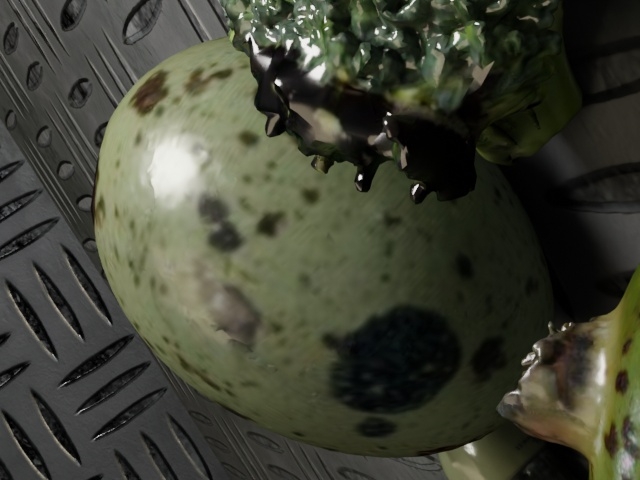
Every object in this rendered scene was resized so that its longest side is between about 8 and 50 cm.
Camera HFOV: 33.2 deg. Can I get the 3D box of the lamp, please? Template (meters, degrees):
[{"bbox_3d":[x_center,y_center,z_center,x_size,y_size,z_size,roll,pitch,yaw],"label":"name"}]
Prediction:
[{"bbox_3d":[0.189,0.235,1.029,0.250,0.101,0.101,46,158,17],"label":"lamp"}]

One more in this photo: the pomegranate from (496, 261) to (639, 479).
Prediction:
[{"bbox_3d":[0.221,0.087,0.495,0.270,0.254,0.254,15,149,10],"label":"pomegranate"}]

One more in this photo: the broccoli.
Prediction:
[{"bbox_3d":[0.065,-0.113,0.628,0.263,0.247,0.243,-16,150,32],"label":"broccoli"}]

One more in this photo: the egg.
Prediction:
[{"bbox_3d":[0.002,0.007,0.818,0.379,0.287,0.288,37,157,11],"label":"egg"}]
